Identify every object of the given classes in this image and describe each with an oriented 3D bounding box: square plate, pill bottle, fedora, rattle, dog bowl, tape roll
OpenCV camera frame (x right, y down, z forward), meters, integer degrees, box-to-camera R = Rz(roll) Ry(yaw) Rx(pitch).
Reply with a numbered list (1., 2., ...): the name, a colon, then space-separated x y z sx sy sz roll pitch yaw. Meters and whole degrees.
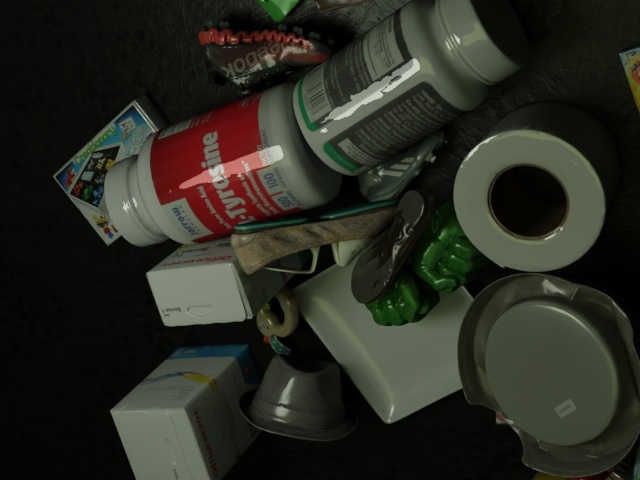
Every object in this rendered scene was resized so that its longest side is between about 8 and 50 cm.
1. square plate: 0.159 0.158 1.880 0.347 0.049 0.344 -34 95 34
2. pill bottle: -0.184 -0.124 1.778 0.408 0.229 0.229 -17 105 23
3. pill bottle: 0.146 -0.269 1.588 0.361 0.204 0.204 -29 99 34
4. fedora: -0.037 0.299 1.939 0.244 0.275 0.124 11 95 7
5. rattle: -0.124 0.177 1.956 0.130 0.143 0.199 34 134 15
6. dog bowl: 0.399 0.213 1.613 0.349 0.102 0.348 15 112 41
7. tape roll: 0.359 -0.091 1.589 0.246 0.169 0.246 11 118 22

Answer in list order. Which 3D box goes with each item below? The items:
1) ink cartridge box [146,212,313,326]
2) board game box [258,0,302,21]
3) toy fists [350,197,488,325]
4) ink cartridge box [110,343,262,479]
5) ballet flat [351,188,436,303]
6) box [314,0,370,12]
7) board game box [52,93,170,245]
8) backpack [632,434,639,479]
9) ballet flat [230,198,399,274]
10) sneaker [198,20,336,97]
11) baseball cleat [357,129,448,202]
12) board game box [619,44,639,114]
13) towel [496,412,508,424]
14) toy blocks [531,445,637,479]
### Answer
1. ink cartridge box: -0.168 0.046 1.849 0.202 0.278 0.117 -7 110 29
2. board game box: -0.032 -0.507 1.666 0.124 0.039 0.259 49 122 -1
3. toy fists: 0.182 0.056 1.735 0.142 0.096 0.279 48 121 0
4. ink cartridge box: -0.269 0.373 2.060 0.197 0.270 0.198 -6 110 29
5. ballet flat: 0.130 0.012 1.678 0.084 0.058 0.249 48 124 31
6. box: 0.138 -0.448 1.400 0.191 0.381 0.143 -7 107 28
7. board game box: -0.405 -0.141 2.014 0.305 0.053 0.193 -33 97 34
8. backpack: 0.640 0.378 1.561 0.290 0.355 0.273 18 121 17
9. ballet flat: 0.000 0.000 1.710 0.316 0.107 0.106 -10 96 -8
10. sneaker: -0.097 -0.321 1.735 0.276 0.098 0.135 7 97 25
11. baseball cleat: 0.134 -0.141 1.736 0.109 0.072 0.206 40 124 4
12. board game box: 0.544 -0.240 1.512 0.104 0.026 0.154 -16 105 31
13. towel: 0.390 0.278 1.799 0.144 0.029 0.197 -1 125 17
14. toy blocks: 0.505 0.500 1.812 0.261 0.191 0.381 39 129 19
